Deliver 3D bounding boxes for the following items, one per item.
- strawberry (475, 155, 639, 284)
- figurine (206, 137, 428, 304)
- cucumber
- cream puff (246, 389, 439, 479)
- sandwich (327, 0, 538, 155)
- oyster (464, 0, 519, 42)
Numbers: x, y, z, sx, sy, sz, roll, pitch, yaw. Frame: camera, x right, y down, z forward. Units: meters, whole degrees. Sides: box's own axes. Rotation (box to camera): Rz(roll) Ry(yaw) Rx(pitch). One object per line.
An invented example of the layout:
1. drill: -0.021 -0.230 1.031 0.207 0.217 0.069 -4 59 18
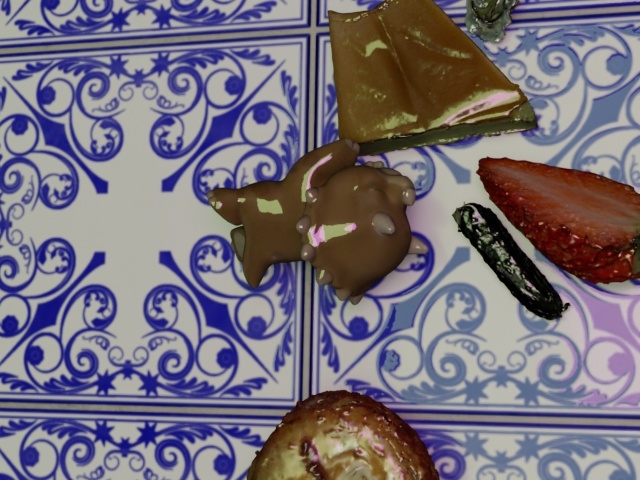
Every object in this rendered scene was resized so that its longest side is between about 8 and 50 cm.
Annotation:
1. strawberry: 0.294 -0.011 1.432 0.236 0.175 0.107 44 134 49
2. figurine: 0.003 -0.003 1.490 0.247 0.177 0.173 -16 60 3
3. cucumber: 0.229 0.027 1.483 0.053 0.053 0.181 -41 75 9
4. cream puff: 0.025 0.301 1.456 0.240 0.164 0.240 0 86 2
5. sandwich: 0.135 -0.227 1.535 0.245 0.063 0.212 -8 80 15
6. oyster: 0.216 -0.305 1.541 0.098 0.037 0.100 45 119 35
